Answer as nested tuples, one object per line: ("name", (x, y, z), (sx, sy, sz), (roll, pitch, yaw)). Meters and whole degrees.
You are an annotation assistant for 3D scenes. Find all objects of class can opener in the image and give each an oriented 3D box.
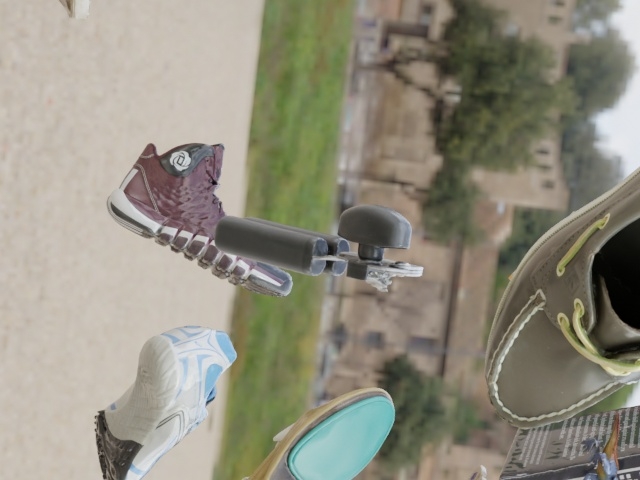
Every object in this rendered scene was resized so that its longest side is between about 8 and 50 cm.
("can opener", (0.000, 0.000, 1.739), (0.074, 0.280, 0.093), (6, 92, -49))

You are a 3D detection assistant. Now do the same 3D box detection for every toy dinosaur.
("toy dinosaur", (0.275, 0.223, 1.457), (0.082, 0.090, 0.047), (48, 0, -35))

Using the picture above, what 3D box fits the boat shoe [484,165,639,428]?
("boat shoe", (0.196, 0.026, 0.967), (0.305, 0.109, 0.091), (-50, -177, 35))

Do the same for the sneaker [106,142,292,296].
("sneaker", (-0.139, -0.045, 2.127), (0.162, 0.281, 0.106), (-64, -169, -12))

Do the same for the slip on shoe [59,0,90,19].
("slip on shoe", (-0.190, -0.197, 1.114), (0.135, 0.041, 0.051), (-115, -149, -53))

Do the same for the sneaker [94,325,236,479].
("sneaker", (-0.145, 0.159, 1.407), (0.237, 0.086, 0.085), (-54, -132, 46))

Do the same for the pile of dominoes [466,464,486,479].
("pile of dominoes", (0.099, 0.373, 1.730), (0.251, 0.040, 0.196), (-54, -175, 14))

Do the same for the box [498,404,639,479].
("box", (0.368, 0.325, 1.581), (0.183, 0.294, 0.296), (-39, 116, -71))

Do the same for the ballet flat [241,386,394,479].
("ballet flat", (-0.035, 0.204, 1.336), (0.073, 0.232, 0.080), (23, -28, 52))

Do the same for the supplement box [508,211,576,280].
("supplement box", (0.248, 0.027, 1.564), (0.098, 0.062, 0.036), (-44, -168, -5))
